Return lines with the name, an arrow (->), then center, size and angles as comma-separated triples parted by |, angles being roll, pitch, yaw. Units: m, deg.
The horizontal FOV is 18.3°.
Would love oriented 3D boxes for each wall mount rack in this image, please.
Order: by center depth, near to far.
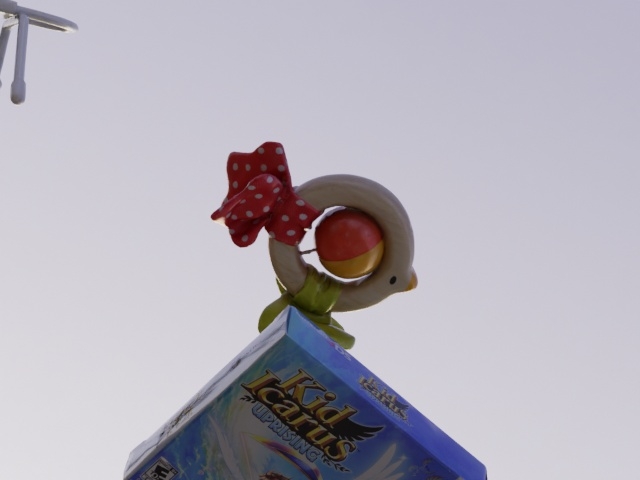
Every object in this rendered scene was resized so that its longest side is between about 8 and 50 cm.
wall mount rack -> -0.469, -0.253, 2.418 | 0.350, 0.130, 0.304 | 13, 1, -16

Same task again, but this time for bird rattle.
bird rattle -> 0.000, 0.000, 2.227 | 0.207, 0.143, 0.253 | -15, -78, 5

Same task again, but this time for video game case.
video game case -> -0.014, 0.232, 1.955 | 0.269, 0.061, 0.244 | 40, -68, -16
